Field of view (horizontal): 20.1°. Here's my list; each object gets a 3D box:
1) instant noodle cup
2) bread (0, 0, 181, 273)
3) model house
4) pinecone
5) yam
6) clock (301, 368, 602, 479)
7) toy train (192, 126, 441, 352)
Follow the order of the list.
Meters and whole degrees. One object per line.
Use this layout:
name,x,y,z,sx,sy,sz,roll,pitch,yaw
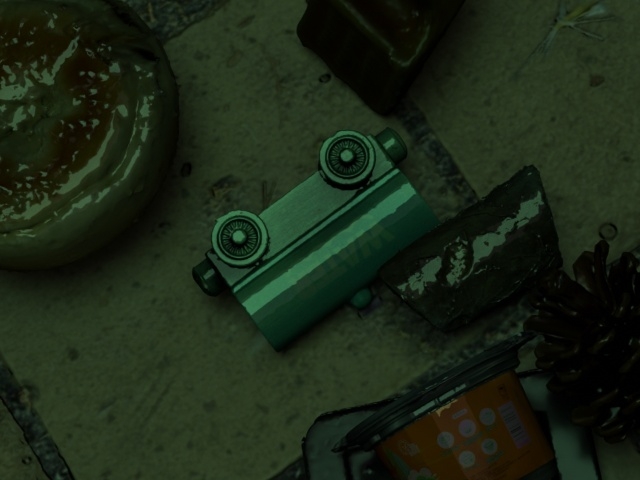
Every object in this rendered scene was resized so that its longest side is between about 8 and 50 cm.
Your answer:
instant noodle cup,0.128,0.182,1.593,0.208,0.177,0.125,-36,80,33
bread,-0.276,-0.108,1.838,0.305,0.159,0.305,-6,67,13
model house,0.065,-0.265,1.801,0.173,0.268,0.239,3,70,-9
pinecone,0.279,0.093,1.626,0.212,0.168,0.185,15,26,-17
yam,0.152,0.017,1.731,0.183,0.107,0.107,-31,66,0
clock,0.131,0.268,1.667,0.273,0.049,0.279,-13,68,6
toy train,0.000,0.000,1.782,0.248,0.101,0.159,-35,82,-2
